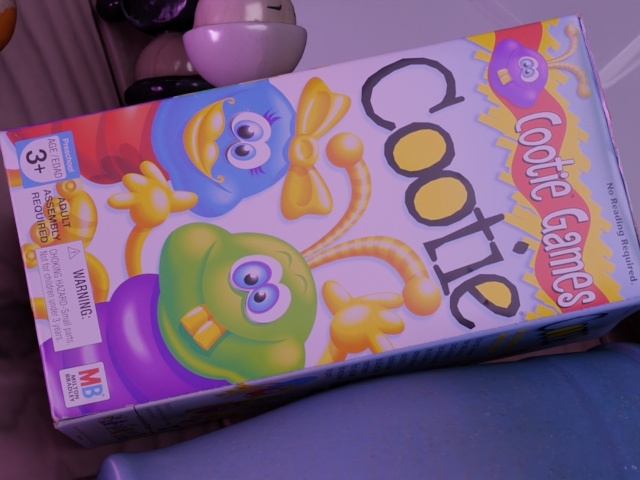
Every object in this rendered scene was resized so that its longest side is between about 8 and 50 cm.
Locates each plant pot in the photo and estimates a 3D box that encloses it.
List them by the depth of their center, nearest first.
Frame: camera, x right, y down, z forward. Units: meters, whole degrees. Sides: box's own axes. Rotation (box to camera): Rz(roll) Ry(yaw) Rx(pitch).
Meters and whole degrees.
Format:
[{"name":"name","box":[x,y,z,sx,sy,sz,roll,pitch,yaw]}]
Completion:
[{"name":"plant pot","box":[0.026,0.182,0.828,0.255,0.271,0.272,1,69,-14]}]

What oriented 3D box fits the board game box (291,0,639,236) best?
[{"name":"board game box","box":[0.149,-0.141,1.056,0.390,0.050,0.390,1,68,-2]}]

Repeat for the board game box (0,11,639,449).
[{"name":"board game box","box":[0.000,0.000,0.886,0.275,0.144,0.142,-12,80,-4]}]

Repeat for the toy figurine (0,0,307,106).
[{"name":"toy figurine","box":[-0.121,-0.133,0.915,0.209,0.213,0.148,-1,86,-21]}]

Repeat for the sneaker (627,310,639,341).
[{"name":"sneaker","box":[0.260,0.122,1.036,0.276,0.097,0.135,49,57,0]}]
